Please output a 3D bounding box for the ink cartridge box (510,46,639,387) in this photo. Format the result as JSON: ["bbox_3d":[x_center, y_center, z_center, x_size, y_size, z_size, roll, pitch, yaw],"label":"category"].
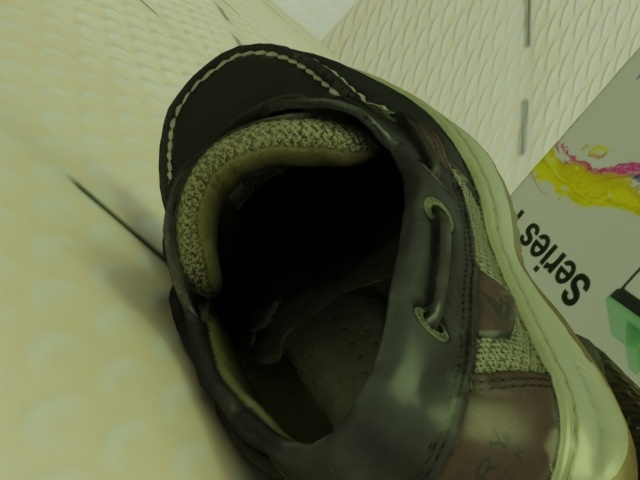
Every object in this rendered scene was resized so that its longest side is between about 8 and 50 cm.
[{"bbox_3d":[0.186,0.013,0.828,0.117,0.278,0.201,36,9,-32],"label":"ink cartridge box"}]

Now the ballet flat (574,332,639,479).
[{"bbox_3d":[0.088,0.079,0.529,0.058,0.084,0.250,51,-14,-22],"label":"ballet flat"}]

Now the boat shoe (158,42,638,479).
[{"bbox_3d":[0.000,0.000,0.567,0.092,0.103,0.285,45,10,-32],"label":"boat shoe"}]
